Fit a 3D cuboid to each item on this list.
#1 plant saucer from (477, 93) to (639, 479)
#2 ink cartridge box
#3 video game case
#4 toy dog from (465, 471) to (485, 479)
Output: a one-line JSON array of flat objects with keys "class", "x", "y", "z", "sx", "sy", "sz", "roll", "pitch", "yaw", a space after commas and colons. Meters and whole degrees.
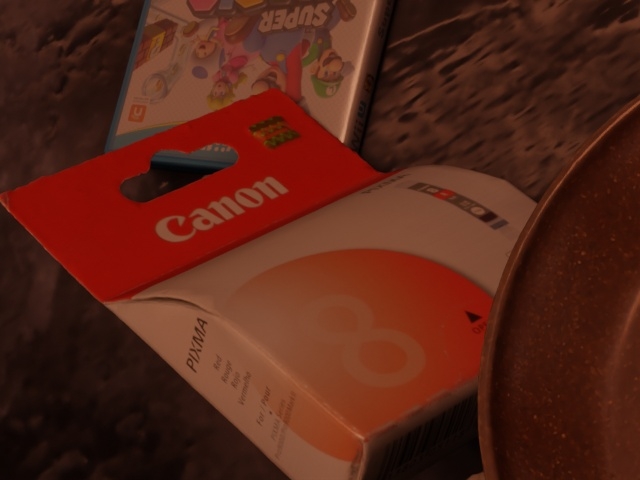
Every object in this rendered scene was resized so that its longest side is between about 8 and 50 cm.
[{"class": "plant saucer", "x": 0.137, "y": 0.034, "z": 0.458, "sx": 0.199, "sy": 0.036, "sz": 0.198, "roll": -12, "pitch": 63, "yaw": 23}, {"class": "ink cartridge box", "x": 0.000, "y": 0.000, "z": 0.639, "sx": 0.179, "sy": 0.145, "sz": 0.045, "roll": 42, "pitch": 135, "yaw": 25}, {"class": "video game case", "x": -0.021, "y": -0.107, "z": 0.767, "sx": 0.119, "sy": 0.015, "sz": 0.166, "roll": 7, "pitch": 79, "yaw": 32}, {"class": "toy dog", "x": 0.053, "y": 0.205, "z": 0.415, "sx": 0.161, "sy": 0.334, "sz": 0.220, "roll": 0, "pitch": 108, "yaw": 34}]
